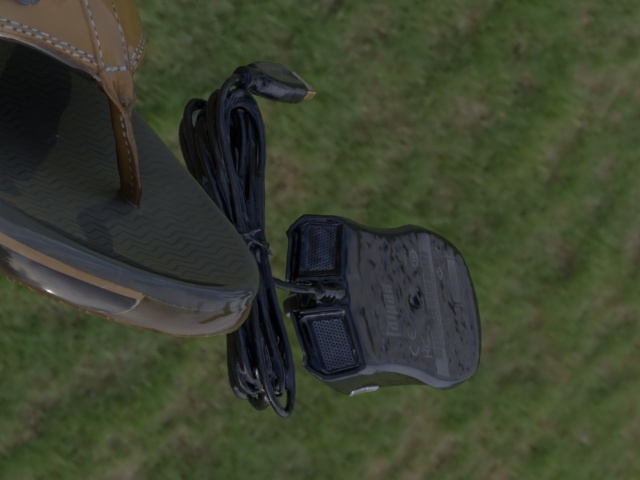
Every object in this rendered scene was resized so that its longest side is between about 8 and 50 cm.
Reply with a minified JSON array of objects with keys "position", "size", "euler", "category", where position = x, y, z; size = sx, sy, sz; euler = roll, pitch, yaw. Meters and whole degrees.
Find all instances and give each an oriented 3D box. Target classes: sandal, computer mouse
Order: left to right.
[{"position":[-0.083,-0.067,0.428],"size":[0.090,0.219,0.060],"euler":[0,140,-47],"category":"sandal"},{"position":[0.000,0.000,0.878],"size":[0.262,0.060,0.184],"euler":[1,76,-60],"category":"computer mouse"}]
